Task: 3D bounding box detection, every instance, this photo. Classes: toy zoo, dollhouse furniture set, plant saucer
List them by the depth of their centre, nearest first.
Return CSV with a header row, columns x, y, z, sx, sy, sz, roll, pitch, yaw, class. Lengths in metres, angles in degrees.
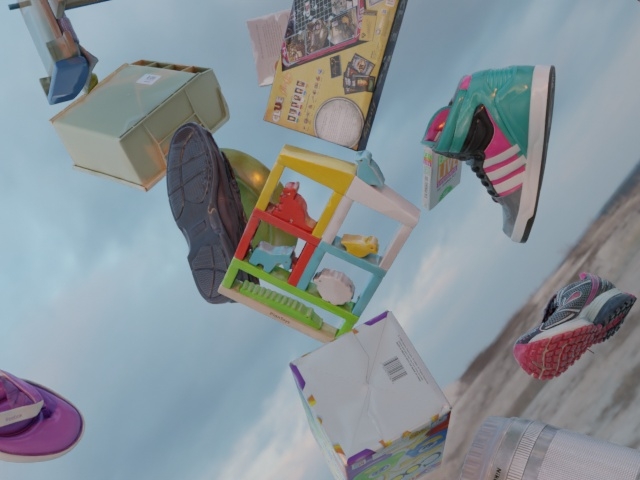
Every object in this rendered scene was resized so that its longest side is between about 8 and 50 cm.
x,y,z,sx,sy,sz,roll,pitch,yaw,class
0.000,0.000,1.086,0.030,0.192,0.293,-68,4,-55,toy zoo
-0.378,-0.413,1.317,0.198,0.286,0.303,-22,-8,-28,dollhouse furniture set
-0.148,-0.046,1.470,0.037,0.241,0.241,-42,-16,-44,plant saucer

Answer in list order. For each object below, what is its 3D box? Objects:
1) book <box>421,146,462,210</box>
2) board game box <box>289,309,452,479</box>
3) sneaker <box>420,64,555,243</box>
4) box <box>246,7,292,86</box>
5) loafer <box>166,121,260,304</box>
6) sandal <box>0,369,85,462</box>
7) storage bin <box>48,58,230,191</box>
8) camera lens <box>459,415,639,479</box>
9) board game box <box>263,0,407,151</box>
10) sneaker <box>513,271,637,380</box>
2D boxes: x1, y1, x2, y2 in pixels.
x,y,z,sx,sy,sz,roll,pitch,yaw,class
0.215,-0.134,1.487,0.096,0.035,0.144,-43,-33,-29,book
0.065,0.231,1.073,0.142,0.144,0.275,-27,-28,-9,board game box
0.237,-0.125,1.217,0.124,0.178,0.295,-63,-24,-46,sneaker
-0.037,-0.370,1.574,0.091,0.170,0.130,-30,-69,-65,box
-0.168,-0.040,1.327,0.109,0.303,0.095,-25,-20,30,loafer
-0.612,0.288,1.516,0.102,0.416,0.169,-38,36,37,sandal
-0.361,-0.246,1.680,0.260,0.262,0.123,-46,-48,-28,storage bin
0.354,0.385,1.195,0.219,0.274,0.219,-32,-52,-53,camera lens
0.021,-0.275,1.257,0.042,0.165,0.243,-19,-53,-67,board game box
0.434,0.150,1.483,0.299,0.112,0.121,-21,-42,-39,sneaker
